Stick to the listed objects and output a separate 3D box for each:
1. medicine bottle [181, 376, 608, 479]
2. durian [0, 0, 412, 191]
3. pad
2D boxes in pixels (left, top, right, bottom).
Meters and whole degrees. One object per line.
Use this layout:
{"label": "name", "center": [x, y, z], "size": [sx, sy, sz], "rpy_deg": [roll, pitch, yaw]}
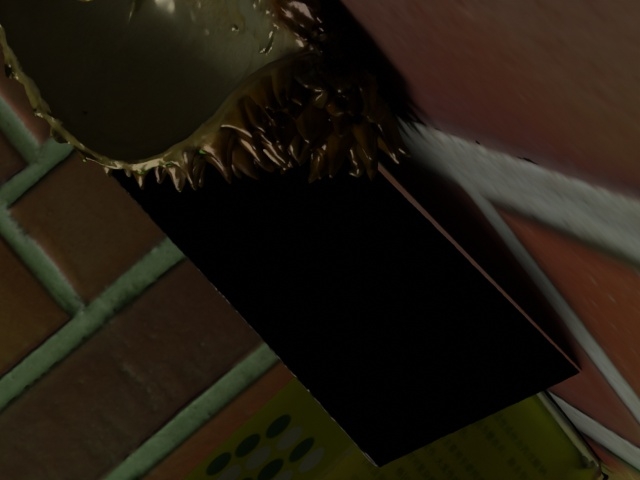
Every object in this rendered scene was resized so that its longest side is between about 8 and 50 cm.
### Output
{"label": "medicine bottle", "center": [0.025, 0.159, 1.037], "size": [0.141, 0.250, 0.137], "rpy_deg": [49, 173, -17]}
{"label": "durian", "center": [-0.067, -0.103, 0.785], "size": [0.252, 0.144, 0.139], "rpy_deg": [52, 154, 31]}
{"label": "pad", "center": [0.000, 0.000, 0.841], "size": [0.245, 0.006, 0.170], "rpy_deg": [46, -143, 22]}
